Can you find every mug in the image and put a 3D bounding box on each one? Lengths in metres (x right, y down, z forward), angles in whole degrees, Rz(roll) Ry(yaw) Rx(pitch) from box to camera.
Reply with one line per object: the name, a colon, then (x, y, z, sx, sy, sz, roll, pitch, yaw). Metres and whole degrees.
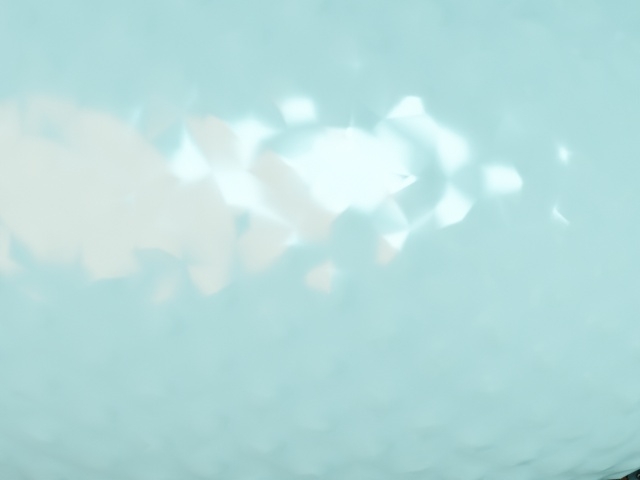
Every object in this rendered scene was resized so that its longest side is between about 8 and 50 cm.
mug: (0.000, 0.000, 0.595, 0.328, 0.276, 0.374, 5, 140, -2)

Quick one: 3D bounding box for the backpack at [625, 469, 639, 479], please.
backpack: (0.194, 0.079, 0.666, 0.114, 0.105, 0.084, -25, 127, 14)
